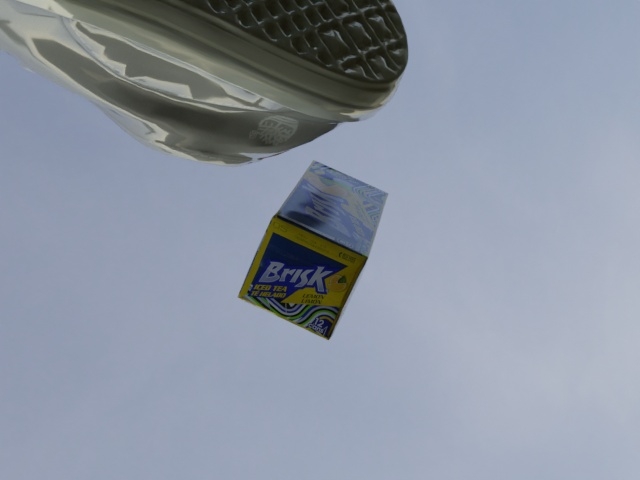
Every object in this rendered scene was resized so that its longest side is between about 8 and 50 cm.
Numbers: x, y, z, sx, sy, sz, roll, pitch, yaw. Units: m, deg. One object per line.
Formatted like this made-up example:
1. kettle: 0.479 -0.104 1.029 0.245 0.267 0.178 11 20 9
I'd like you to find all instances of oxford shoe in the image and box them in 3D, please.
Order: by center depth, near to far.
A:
1. oxford shoe: -0.161 -0.157 0.610 0.449 0.130 0.169 24 -131 -26

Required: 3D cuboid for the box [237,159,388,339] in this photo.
1. box: 0.000 0.000 0.707 0.169 0.059 0.054 -64 -1 -74
